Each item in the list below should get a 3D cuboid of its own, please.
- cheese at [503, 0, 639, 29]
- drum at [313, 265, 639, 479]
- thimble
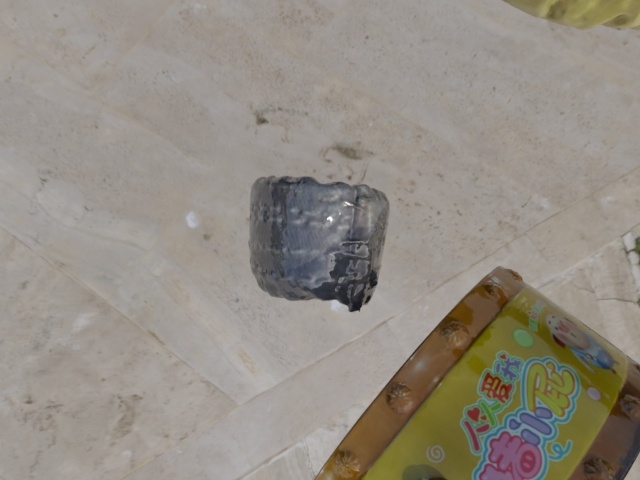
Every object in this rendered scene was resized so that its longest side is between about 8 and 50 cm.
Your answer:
[{"bbox_3d":[0.238,-0.275,0.415,0.213,0.117,0.226,16,66,6],"label":"cheese"},{"bbox_3d":[0.187,0.252,0.640,0.214,0.431,0.431,40,76,22],"label":"drum"},{"bbox_3d":[0.000,0.000,0.736,0.205,0.236,0.172,3,93,-21],"label":"thimble"}]
